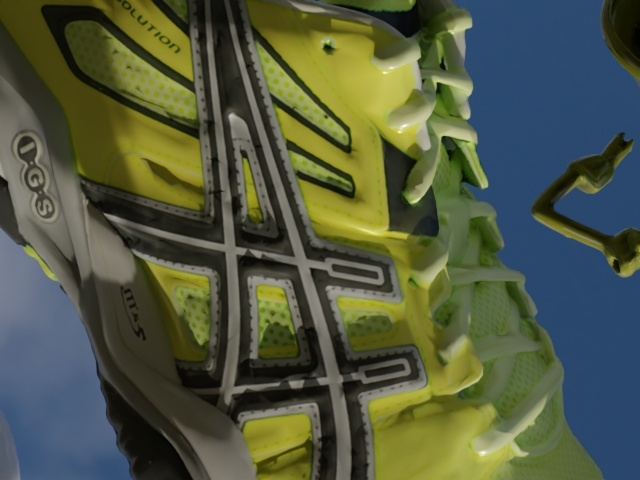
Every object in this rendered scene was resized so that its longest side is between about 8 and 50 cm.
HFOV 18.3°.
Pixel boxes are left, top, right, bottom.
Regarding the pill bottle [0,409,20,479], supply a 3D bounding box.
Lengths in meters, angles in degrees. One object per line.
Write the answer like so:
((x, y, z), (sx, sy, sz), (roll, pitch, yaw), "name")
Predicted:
((-0.332, 0.152, 1.177), (0.162, 0.278, 0.162), (-15, -109, 49), "pill bottle")

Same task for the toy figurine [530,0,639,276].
((0.295, 0.020, 0.952), (0.362, 0.217, 0.191), (20, -108, 20), "toy figurine")

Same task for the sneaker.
((0.000, 0.000, 0.647), (0.147, 0.145, 0.385), (-38, -89, 29), "sneaker")
